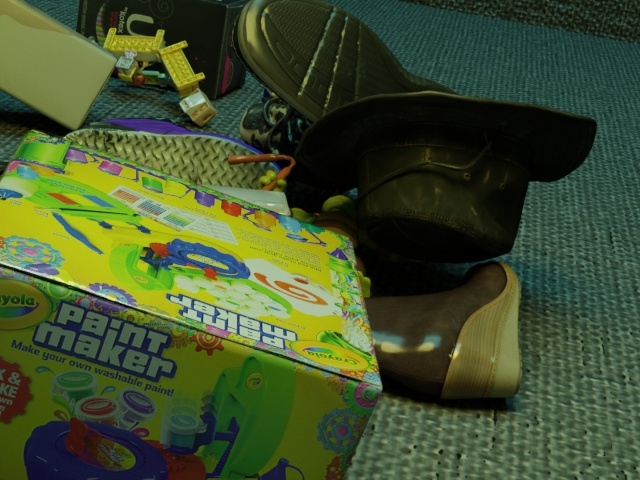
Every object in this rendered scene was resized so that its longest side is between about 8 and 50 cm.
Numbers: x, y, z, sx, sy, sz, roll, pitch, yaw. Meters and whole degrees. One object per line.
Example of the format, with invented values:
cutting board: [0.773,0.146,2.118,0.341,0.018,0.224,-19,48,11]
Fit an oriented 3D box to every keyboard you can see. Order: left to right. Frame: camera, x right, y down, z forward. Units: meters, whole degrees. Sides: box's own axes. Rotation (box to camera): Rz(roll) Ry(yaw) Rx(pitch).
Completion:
keyboard: [-0.161,-0.050,1.342,0.256,0.014,0.072,5,14,-9]

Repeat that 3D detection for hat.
hat: [0.137,-0.049,1.331,0.331,0.134,0.331,-2,-16,-1]

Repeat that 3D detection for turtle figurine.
turtle figurine: [0.000,0.000,1.418,0.269,0.087,0.217,23,30,-3]

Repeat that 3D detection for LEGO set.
LEGO set: [-0.261,-0.252,2.021,0.287,0.107,0.132,23,59,22]

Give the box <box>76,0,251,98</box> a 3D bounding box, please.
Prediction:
box: [-0.267,-0.360,2.156,0.270,0.165,0.143,14,20,13]

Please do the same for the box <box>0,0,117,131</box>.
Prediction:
box: [-0.454,-0.288,1.759,0.311,0.121,0.148,29,5,-24]

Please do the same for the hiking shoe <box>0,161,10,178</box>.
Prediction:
hiking shoe: [-0.357,-0.044,1.401,0.114,0.086,0.227,-7,9,-9]

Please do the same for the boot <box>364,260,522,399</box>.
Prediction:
boot: [0.094,0.070,1.267,0.207,0.090,0.248,11,24,-1]

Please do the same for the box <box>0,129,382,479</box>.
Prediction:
box: [-0.128,0.076,0.952,0.290,0.177,0.279,19,18,-10]

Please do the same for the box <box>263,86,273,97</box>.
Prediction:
box: [-0.023,-0.294,2.128,0.126,0.137,0.072,-1,21,-25]

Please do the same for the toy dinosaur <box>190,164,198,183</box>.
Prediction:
toy dinosaur: [-0.182,-0.039,1.450,0.183,0.053,0.092,-12,-15,38]

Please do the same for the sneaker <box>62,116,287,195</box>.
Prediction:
sneaker: [-0.177,-0.108,1.612,0.293,0.102,0.146,12,20,7]

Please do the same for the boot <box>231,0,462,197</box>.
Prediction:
boot: [-0.007,-0.158,1.542,0.377,0.138,0.284,22,-18,-34]
